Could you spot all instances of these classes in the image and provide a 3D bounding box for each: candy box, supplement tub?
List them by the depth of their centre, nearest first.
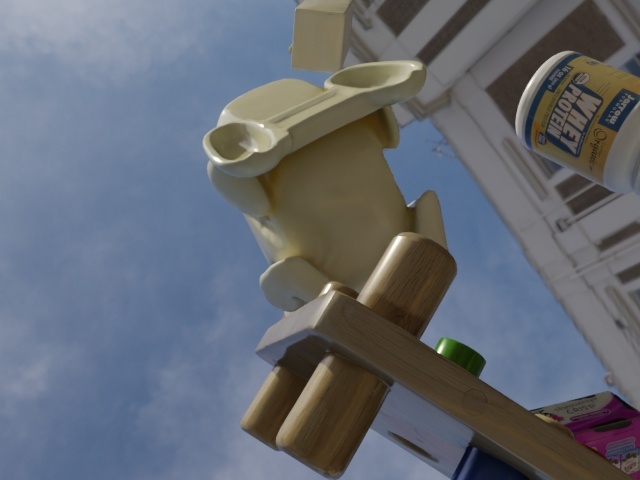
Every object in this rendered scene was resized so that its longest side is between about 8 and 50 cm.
[{"bbox_3d":[0.278,0.302,0.898,0.159,0.071,0.233,-10,-73,-14],"label":"candy box"},{"bbox_3d":[0.375,-0.150,1.037,0.144,0.144,0.199,-26,-134,-35],"label":"supplement tub"}]

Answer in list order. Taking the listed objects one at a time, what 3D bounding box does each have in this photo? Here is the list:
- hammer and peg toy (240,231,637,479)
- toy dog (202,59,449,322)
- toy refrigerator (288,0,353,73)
[{"bbox_3d":[0.130,0.145,0.471,0.361,0.266,0.127,33,-105,-3],"label":"hammer and peg toy"},{"bbox_3d":[0.000,0.000,1.088,0.284,0.395,0.408,-33,-63,-27],"label":"toy dog"},{"bbox_3d":[0.004,-0.380,1.434,0.094,0.102,0.269,6,-157,3],"label":"toy refrigerator"}]
